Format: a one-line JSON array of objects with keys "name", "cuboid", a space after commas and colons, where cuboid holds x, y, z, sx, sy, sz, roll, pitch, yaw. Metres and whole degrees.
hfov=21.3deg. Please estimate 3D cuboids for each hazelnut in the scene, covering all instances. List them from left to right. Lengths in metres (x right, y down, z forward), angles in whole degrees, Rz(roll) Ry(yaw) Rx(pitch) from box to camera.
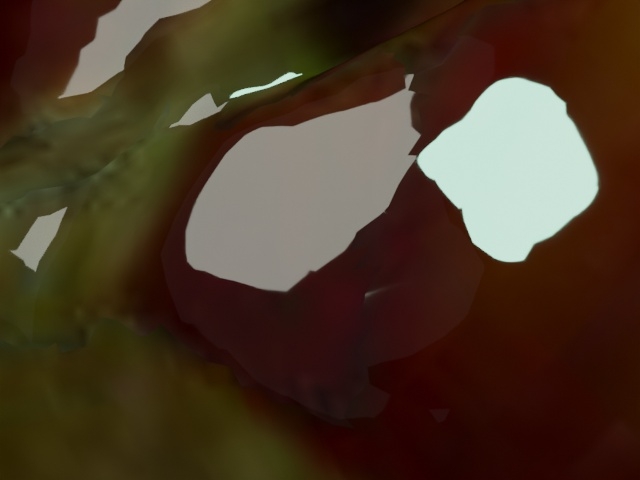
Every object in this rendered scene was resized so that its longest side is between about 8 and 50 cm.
[{"name": "hazelnut", "cuboid": [0.000, 0.000, 0.507, 0.409, 0.359, 0.359, -14, 59, 28]}]
